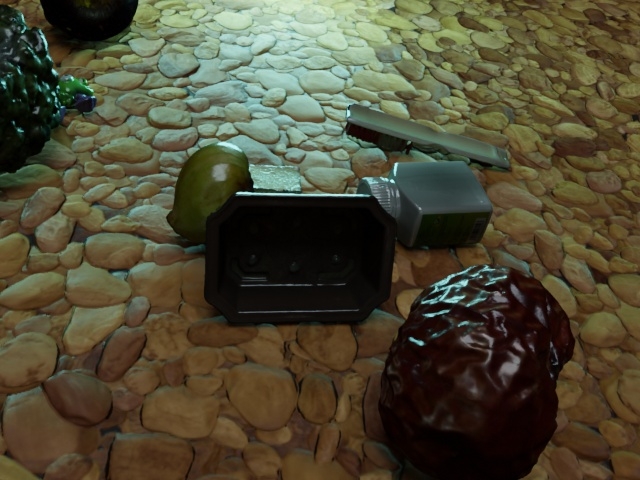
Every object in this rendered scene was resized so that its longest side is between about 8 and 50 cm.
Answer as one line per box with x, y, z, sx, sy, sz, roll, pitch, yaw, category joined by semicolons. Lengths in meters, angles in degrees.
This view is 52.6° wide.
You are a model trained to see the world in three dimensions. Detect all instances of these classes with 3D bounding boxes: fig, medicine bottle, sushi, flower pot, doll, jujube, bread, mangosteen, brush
-0.149;-0.067;0.939;0.120;0.136;0.153;11;55;13;fig
0.158;-0.059;1.027;0.188;0.088;0.132;-3;45;-14;medicine bottle
-0.568;-0.236;0.970;0.351;0.178;0.294;26;54;19;sushi
-0.030;0.014;0.875;0.250;0.179;0.084;1;19;-11;flower pot
-0.475;-0.237;1.112;0.115;0.050;0.190;29;49;20;doll
0.172;0.145;0.728;0.212;0.213;0.232;22;45;11;jujube
-0.105;-0.096;1.056;0.153;0.028;0.068;3;44;-8;bread
-0.475;-0.499;1.310;0.192;0.192;0.217;-17;18;-27;mangosteen
0.196;-0.180;1.200;0.320;0.050;0.060;14;40;-8;brush
